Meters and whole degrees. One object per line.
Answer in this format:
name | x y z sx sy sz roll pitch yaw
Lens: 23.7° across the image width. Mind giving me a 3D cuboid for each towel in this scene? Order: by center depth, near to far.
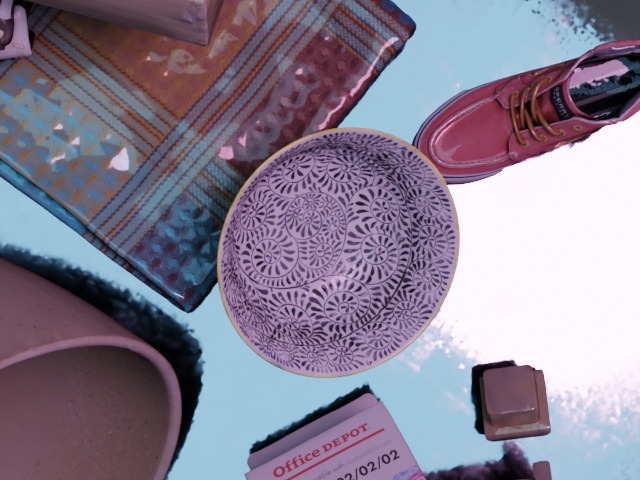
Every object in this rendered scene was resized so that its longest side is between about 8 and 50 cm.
towel | -0.156 -0.162 1.056 0.370 0.040 0.271 38 89 0

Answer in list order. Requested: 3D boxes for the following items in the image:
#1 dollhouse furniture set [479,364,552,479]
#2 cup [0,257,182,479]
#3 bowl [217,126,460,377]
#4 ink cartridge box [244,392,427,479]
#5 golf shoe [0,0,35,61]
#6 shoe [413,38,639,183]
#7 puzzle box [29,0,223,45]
dollhouse furniture set | 0.025 0.290 1.048 0.303 0.174 0.355 -7 59 11
cup | -0.285 0.118 0.935 0.237 0.331 0.331 41 88 26
bowl | 0.000 0.000 1.022 0.170 0.080 0.170 -6 107 -21
ink cartridge box | 0.022 0.178 0.974 0.104 0.061 0.181 -28 57 -2
golf shoe | -0.241 -0.136 0.998 0.094 0.077 0.198 40 90 -2
shoe | 0.148 -0.091 1.039 0.178 0.081 0.063 -21 89 -2
puzzle box | -0.144 -0.337 0.976 0.272 0.052 0.409 14 67 4
